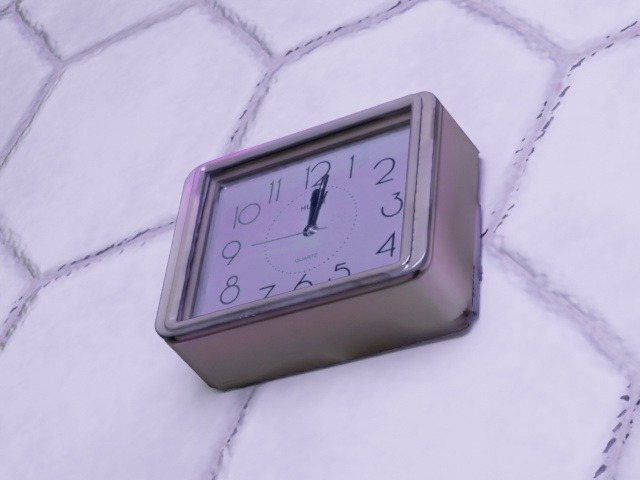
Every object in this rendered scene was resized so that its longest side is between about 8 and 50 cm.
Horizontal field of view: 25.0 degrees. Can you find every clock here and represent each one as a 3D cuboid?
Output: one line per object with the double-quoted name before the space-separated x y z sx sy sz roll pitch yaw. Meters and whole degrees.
"clock" 0.000 0.000 0.899 0.192 0.071 0.147 -16 47 27
